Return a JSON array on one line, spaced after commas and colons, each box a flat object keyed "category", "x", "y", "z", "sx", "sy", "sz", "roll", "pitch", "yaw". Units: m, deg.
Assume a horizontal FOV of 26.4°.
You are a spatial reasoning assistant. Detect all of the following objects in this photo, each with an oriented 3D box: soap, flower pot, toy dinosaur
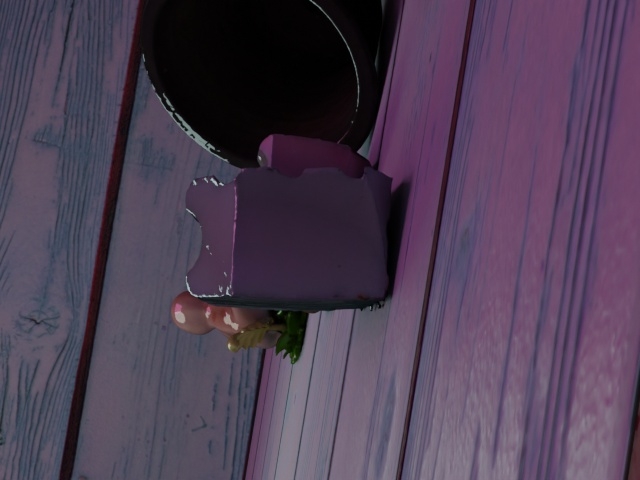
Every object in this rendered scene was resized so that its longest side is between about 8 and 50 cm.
[{"category": "soap", "x": -0.009, "y": -0.049, "z": 1.174, "sx": 0.149, "sy": 0.100, "sz": 0.056, "roll": 120, "pitch": 159, "yaw": -82}, {"category": "flower pot", "x": -0.031, "y": -0.192, "z": 1.279, "sx": 0.148, "sy": 0.235, "sz": 0.235, "roll": -55, "pitch": -16, "yaw": -45}, {"category": "soap", "x": -0.022, "y": 0.005, "z": 0.983, "sx": 0.230, "sy": 0.145, "sz": 0.091, "roll": 80, "pitch": -170, "yaw": -86}, {"category": "toy dinosaur", "x": -0.105, "y": 0.076, "z": 1.796, "sx": 0.194, "sy": 0.177, "sz": 0.152, "roll": 133, "pitch": 146, "yaw": -81}]

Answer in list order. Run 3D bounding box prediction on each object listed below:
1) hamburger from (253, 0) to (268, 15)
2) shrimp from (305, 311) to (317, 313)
[{"category": "hamburger", "x": -0.060, "y": -0.270, "z": 1.453, "sx": 0.246, "sy": 0.246, "sz": 0.170, "roll": 105, "pitch": -174, "yaw": -60}, {"category": "shrimp", "x": 0.000, "y": 0.000, "z": 1.381, "sx": 0.219, "sy": 0.046, "sz": 0.152, "roll": 177, "pitch": 99, "yaw": -87}]
